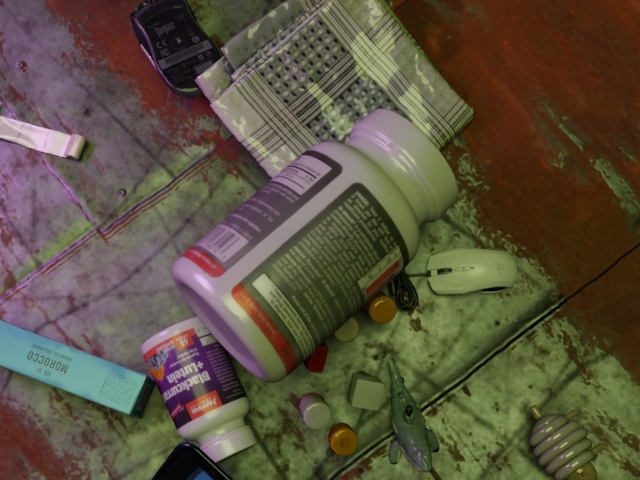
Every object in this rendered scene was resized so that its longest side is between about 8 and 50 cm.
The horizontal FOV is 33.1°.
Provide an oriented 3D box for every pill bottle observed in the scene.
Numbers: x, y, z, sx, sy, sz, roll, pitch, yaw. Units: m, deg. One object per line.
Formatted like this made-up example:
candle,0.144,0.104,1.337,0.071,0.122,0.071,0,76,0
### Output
pill bottle,0.000,0.000,1.441,0.363,0.210,0.210,-41,81,-15
pill bottle,-0.164,0.212,1.499,0.108,0.108,0.193,-26,80,-5

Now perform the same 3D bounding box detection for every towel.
towel,0.024,-0.211,1.583,0.312,0.056,0.324,-41,94,-8

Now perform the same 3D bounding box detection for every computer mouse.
computer mouse,-0.202,-0.338,1.644,0.184,0.060,0.262,-32,77,-14
computer mouse,0.193,0.043,1.569,0.193,0.042,0.106,-5,77,-1

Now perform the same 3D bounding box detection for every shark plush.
shark plush,0.130,0.244,1.514,0.073,0.067,0.161,-4,78,-1

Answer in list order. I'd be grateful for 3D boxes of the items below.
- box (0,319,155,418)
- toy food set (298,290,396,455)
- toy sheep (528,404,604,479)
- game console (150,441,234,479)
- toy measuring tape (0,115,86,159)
box,-0.360,0.178,1.510,0.244,0.100,0.060,20,78,4
toy food set,0.027,0.177,1.531,0.111,0.104,0.232,10,96,-12
toy sheep,0.336,0.284,1.501,0.091,0.091,0.132,-35,67,-7
game console,-0.165,0.461,1.408,0.293,0.173,0.250,41,63,8
toy measuring tape,-0.512,-0.192,1.579,0.330,0.121,0.121,17,79,3
